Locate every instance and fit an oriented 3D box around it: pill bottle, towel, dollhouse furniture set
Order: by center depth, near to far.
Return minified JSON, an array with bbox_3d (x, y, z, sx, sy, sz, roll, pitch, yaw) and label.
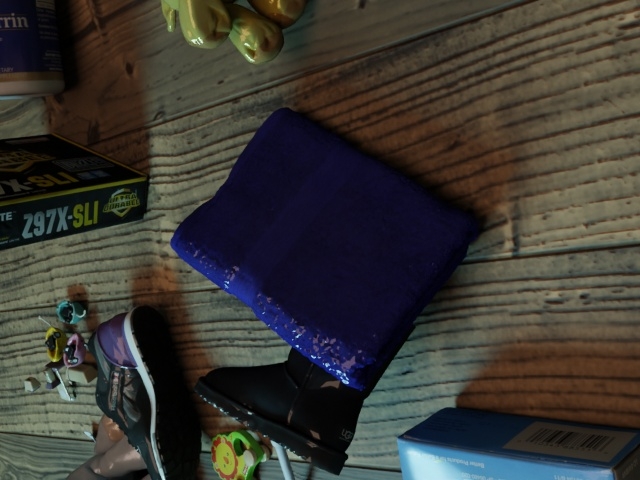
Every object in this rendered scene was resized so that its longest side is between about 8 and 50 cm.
[{"bbox_3d":[0.000,0.000,0.925,0.308,0.076,0.227,34,82,33],"label":"towel"},{"bbox_3d":[-0.488,-0.355,1.264,0.153,0.153,0.264,2,101,40],"label":"pill bottle"},{"bbox_3d":[-0.436,0.262,1.421,0.114,0.091,0.081,3,117,37],"label":"dollhouse furniture set"}]

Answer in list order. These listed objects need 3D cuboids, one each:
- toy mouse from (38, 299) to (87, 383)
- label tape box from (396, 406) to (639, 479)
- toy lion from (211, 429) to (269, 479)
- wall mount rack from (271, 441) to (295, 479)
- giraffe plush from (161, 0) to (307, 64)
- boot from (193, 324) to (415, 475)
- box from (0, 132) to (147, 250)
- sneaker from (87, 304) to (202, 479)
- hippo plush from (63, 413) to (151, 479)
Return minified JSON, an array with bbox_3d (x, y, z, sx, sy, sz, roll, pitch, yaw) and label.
[{"bbox_3d":[-0.421,0.157,1.392,0.143,0.031,0.161,-45,55,31],"label":"toy mouse"},{"bbox_3d":[0.225,0.357,0.849,0.241,0.106,0.333,-2,100,42],"label":"label tape box"},{"bbox_3d":[-0.124,0.315,1.192,0.096,0.034,0.100,43,124,34],"label":"toy lion"},{"bbox_3d":[0.010,0.408,1.033,0.350,0.130,0.304,22,100,34],"label":"wall mount rack"},{"bbox_3d":[-0.137,-0.313,0.976,0.181,0.210,0.170,-63,29,-4],"label":"giraffe plush"},{"bbox_3d":[-0.020,0.138,0.976,0.246,0.094,0.207,16,74,44],"label":"boot"},{"bbox_3d":[-0.458,-0.076,1.190,0.257,0.322,0.079,26,117,34],"label":"box"},{"bbox_3d":[-0.272,0.250,1.240,0.124,0.107,0.283,-22,76,24],"label":"sneaker"},{"bbox_3d":[-0.371,0.389,1.280,0.294,0.236,0.234,13,108,38],"label":"hippo plush"}]
